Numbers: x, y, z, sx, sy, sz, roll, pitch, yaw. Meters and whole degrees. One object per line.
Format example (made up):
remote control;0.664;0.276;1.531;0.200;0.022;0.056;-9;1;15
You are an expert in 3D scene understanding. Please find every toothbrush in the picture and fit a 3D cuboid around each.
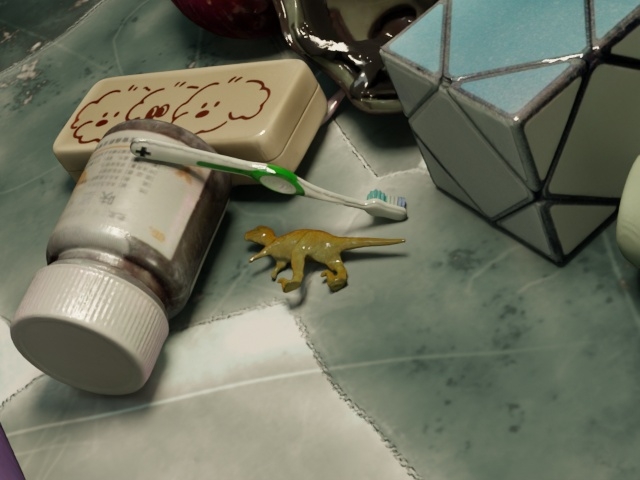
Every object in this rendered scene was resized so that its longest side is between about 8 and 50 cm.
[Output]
toothbrush;-0.053;-0.066;1.283;0.303;0.030;0.030;12;48;-9
toothbrush;-0.011;-0.141;1.446;0.269;0.027;0.021;-37;29;-9

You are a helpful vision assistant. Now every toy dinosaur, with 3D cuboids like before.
toy dinosaur;0.000;0.000;1.303;0.162;0.039;0.126;-26;42;1

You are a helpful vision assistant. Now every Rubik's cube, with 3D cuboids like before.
Rubik's cube;0.217;-0.143;1.205;0.205;0.207;0.205;-41;46;-12

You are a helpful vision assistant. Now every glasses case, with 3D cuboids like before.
glasses case;-0.162;-0.137;1.459;0.336;0.076;0.144;-1;47;33

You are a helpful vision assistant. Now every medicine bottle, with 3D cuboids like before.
medicine bottle;-0.210;0.014;1.303;0.165;0.165;0.273;0;49;26

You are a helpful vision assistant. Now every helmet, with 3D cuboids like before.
helmet;0.088;-0.290;1.378;0.225;0.177;0.305;-46;71;38

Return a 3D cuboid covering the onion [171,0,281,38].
onion;-0.088;-0.375;1.560;0.256;0.272;0.230;-50;40;31

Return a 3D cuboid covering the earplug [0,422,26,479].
earplug;-0.314;0.320;1.057;0.215;0.215;0.456;-37;48;-9

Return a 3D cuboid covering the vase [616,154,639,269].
vase;0.393;-0.009;1.061;0.248;0.128;0.128;13;57;24
